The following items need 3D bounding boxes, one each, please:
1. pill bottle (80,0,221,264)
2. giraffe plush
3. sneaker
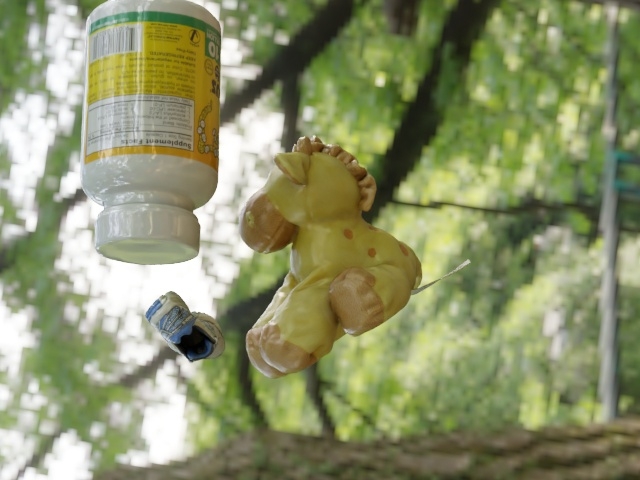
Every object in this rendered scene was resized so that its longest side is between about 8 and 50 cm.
[{"bbox_3d":[-0.143,-0.090,1.524,0.117,0.118,0.208,84,-174,-74],"label":"pill bottle"},{"bbox_3d":[0.000,0.000,1.583,0.170,0.210,0.181,59,166,0],"label":"giraffe plush"},{"bbox_3d":[-0.127,0.101,1.806,0.052,0.058,0.135,-43,-29,4],"label":"sneaker"}]
